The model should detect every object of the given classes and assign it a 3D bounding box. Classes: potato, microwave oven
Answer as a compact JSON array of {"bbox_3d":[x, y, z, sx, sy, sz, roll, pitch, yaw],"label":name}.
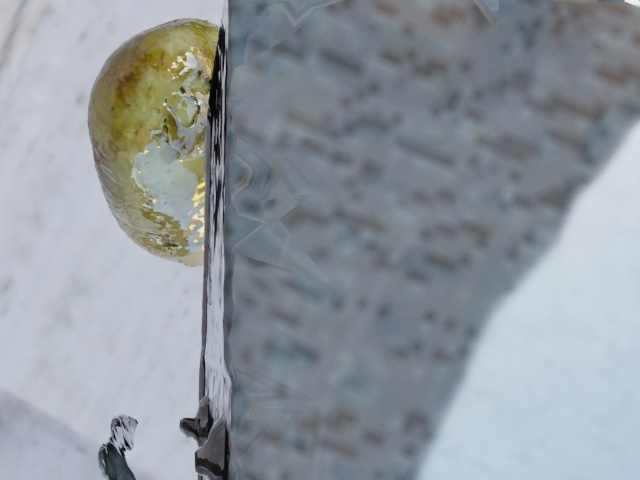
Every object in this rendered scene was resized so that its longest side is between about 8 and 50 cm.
[{"bbox_3d":[-0.074,-0.052,1.000,0.107,0.080,0.170,-23,147,-16],"label":"potato"},{"bbox_3d":[0.124,0.162,0.520,0.236,0.374,0.432,162,-72,-83],"label":"microwave oven"}]
